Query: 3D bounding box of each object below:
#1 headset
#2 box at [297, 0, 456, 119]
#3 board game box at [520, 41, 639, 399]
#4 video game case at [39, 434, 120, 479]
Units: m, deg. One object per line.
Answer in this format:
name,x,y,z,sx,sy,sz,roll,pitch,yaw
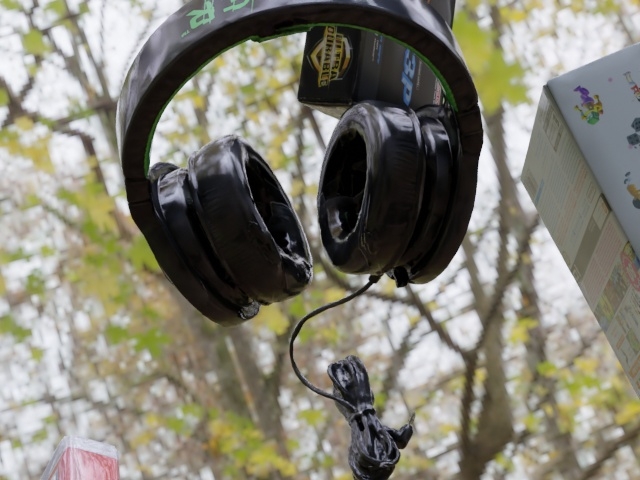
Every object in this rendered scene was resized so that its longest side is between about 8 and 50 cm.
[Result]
headset,0.000,0.000,1.050,0.243,0.185,0.394,-12,-44,-2
box,0.054,-0.199,1.219,0.051,0.220,0.175,5,-5,27
board game box,0.284,0.018,1.267,0.097,0.303,0.224,-23,-17,-4
video game case,-0.109,0.230,0.482,0.025,0.285,0.204,19,-59,-22
